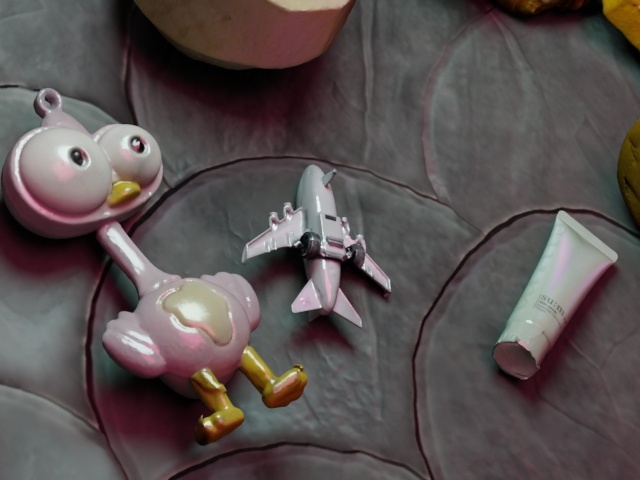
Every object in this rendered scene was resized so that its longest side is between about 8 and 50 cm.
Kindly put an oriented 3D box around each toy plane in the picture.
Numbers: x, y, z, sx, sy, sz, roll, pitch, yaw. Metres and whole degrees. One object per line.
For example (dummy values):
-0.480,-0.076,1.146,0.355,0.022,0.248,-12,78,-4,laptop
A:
0.000,0.000,1.609,0.162,0.065,0.171,14,61,-30,toy plane

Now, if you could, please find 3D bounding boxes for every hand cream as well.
0.232,0.054,1.688,0.078,0.050,0.205,37,50,0,hand cream

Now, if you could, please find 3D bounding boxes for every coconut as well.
-0.066,-0.296,1.635,0.259,0.259,0.259,11,58,-18,coconut

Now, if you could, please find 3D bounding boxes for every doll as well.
-0.161,0.014,1.509,0.160,0.094,0.365,-24,74,-36,doll

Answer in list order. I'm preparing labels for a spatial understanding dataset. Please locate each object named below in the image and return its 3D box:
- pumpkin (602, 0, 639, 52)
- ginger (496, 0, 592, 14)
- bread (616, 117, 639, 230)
0.428,-0.261,1.911,0.258,0.095,0.290,51,53,-9,pumpkin
0.254,-0.300,1.885,0.162,0.073,0.103,2,62,-24,ginger
0.435,-0.038,1.743,0.270,0.195,0.142,47,48,12,bread
